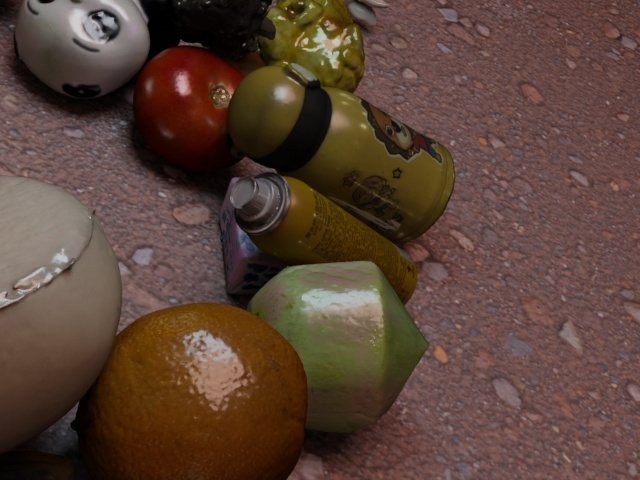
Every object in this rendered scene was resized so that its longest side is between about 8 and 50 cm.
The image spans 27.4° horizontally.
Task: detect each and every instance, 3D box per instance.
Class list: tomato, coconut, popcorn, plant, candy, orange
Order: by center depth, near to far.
[{"bbox_3d":[-0.146,0.194,1.467,0.264,0.264,0.264,17,40,-15],"label":"orange"},{"bbox_3d":[0.021,0.129,1.658,0.236,0.204,0.236,2,18,-1],"label":"coconut"},{"bbox_3d":[-0.094,-0.002,1.818,0.073,0.092,0.160,8,47,-19],"label":"candy"},{"bbox_3d":[-0.184,-0.189,1.918,0.195,0.136,0.195,23,54,-35],"label":"tomato"},{"bbox_3d":[-0.144,-0.344,1.927,0.142,0.131,0.203,10,-11,20],"label":"plant"},{"bbox_3d":[-0.031,-0.316,2.153,0.203,0.200,0.225,-10,82,-5],"label":"popcorn"}]

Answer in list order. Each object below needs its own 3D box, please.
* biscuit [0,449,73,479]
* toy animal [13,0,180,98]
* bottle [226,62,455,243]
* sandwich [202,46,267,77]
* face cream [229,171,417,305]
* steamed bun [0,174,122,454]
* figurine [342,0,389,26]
[{"bbox_3d":[-0.349,0.341,1.305,0.329,0.078,0.335,-16,55,-37],"label":"biscuit"},{"bbox_3d":[-0.322,-0.336,1.941,0.213,0.212,0.267,36,39,8],"label":"toy animal"},{"bbox_3d":[0.021,-0.131,1.884,0.351,0.171,0.171,26,34,-38],"label":"bottle"},{"bbox_3d":[-0.129,-0.240,2.054,0.096,0.094,0.258,-16,58,-43],"label":"sandwich"},{"bbox_3d":[0.000,0.000,1.741,0.349,0.105,0.105,33,26,-50],"label":"face cream"},{"bbox_3d":[-0.389,0.099,1.377,0.375,0.241,0.374,-4,29,2],"label":"steamed bun"},{"bbox_3d":[0.014,-0.491,2.402,0.236,0.127,0.155,25,29,-14],"label":"figurine"}]
